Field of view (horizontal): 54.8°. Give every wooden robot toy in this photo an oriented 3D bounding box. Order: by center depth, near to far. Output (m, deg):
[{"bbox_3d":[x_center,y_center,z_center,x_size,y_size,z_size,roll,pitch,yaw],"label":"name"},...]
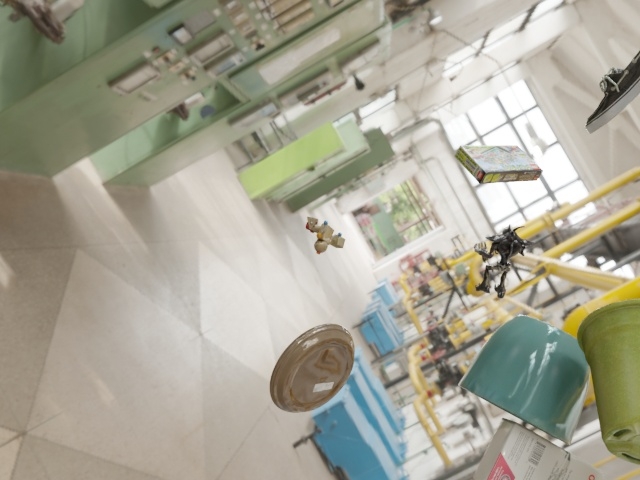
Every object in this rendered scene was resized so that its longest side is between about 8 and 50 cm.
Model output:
[{"bbox_3d":[0.000,0.000,1.604,0.173,0.076,0.079,38,64,-58],"label":"wooden robot toy"}]

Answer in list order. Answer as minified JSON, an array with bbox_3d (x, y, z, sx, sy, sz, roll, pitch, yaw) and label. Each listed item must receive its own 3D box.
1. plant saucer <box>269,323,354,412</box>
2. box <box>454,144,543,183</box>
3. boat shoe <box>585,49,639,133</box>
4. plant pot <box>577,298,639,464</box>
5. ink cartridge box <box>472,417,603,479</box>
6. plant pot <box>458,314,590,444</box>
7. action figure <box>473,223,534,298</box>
[{"bbox_3d":[-0.010,0.351,1.656,0.041,0.278,0.278,35,-14,43],"label":"plant saucer"},{"bbox_3d":[0.450,-0.194,1.557,0.114,0.207,0.036,57,-40,36],"label":"box"},{"bbox_3d":[0.826,-0.430,1.691,0.105,0.306,0.113,45,44,10],"label":"boat shoe"},{"bbox_3d":[0.665,0.300,1.246,0.276,0.276,0.254,56,39,-34],"label":"plant pot"},{"bbox_3d":[0.510,0.557,1.457,0.237,0.172,0.100,30,-9,2],"label":"ink cartridge box"},{"bbox_3d":[0.528,0.328,1.543,0.293,0.235,0.293,28,-7,4],"label":"plant pot"},{"bbox_3d":[0.588,0.047,2.032,0.141,0.164,0.276,-103,-159,-59],"label":"action figure"}]
